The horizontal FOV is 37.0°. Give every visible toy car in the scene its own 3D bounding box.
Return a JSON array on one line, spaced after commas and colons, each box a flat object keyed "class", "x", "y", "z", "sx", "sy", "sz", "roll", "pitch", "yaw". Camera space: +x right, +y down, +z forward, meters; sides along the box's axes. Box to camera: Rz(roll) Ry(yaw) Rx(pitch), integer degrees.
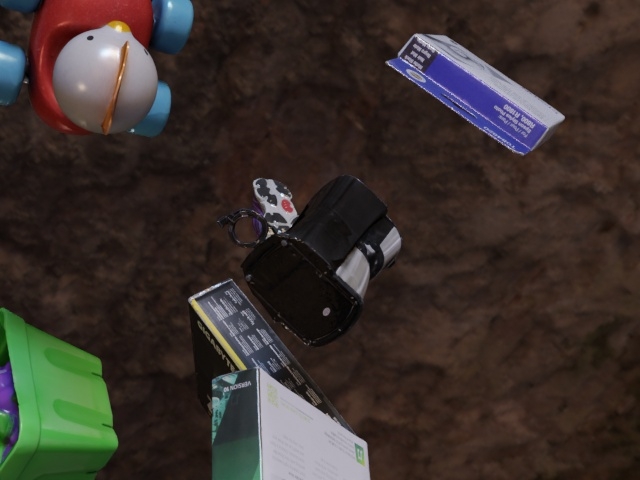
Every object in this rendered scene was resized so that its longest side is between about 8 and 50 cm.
[{"class": "toy car", "x": -0.240, "y": -0.204, "z": 1.062, "sx": 0.219, "sy": 0.238, "sz": 0.210, "roll": 11, "pitch": -77, "yaw": -30}]

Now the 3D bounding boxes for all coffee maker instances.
[{"class": "coffee maker", "x": 0.000, "y": 0.000, "z": 1.052, "sx": 0.120, "sy": 0.171, "sz": 0.178, "roll": -17, "pitch": 19, "yaw": 28}]

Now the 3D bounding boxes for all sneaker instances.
[{"class": "sneaker", "x": -0.061, "y": -0.014, "z": 1.355, "sx": 0.068, "sy": 0.170, "sz": 0.071, "roll": 4, "pitch": -49, "yaw": -19}]

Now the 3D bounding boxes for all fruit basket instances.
[{"class": "fruit basket", "x": -0.506, "y": 0.297, "z": 1.291, "sx": 0.392, "sy": 0.283, "sz": 0.392, "roll": -13, "pitch": -44, "yaw": -13}]

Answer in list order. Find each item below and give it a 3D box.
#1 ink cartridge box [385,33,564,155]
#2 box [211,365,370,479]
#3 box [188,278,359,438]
[{"class": "ink cartridge box", "x": 0.217, "y": -0.204, "z": 1.299, "sx": 0.045, "sy": 0.223, "sz": 0.224, "roll": -58, "pitch": -11, "yaw": 23}, {"class": "box", "x": -0.016, "y": 0.302, "z": 0.852, "sx": 0.058, "sy": 0.322, "sz": 0.232, "roll": -19, "pitch": -36, "yaw": 20}, {"class": "box", "x": -0.069, "y": 0.249, "z": 1.325, "sx": 0.079, "sy": 0.322, "sz": 0.257, "roll": -27, "pitch": -35, "yaw": -23}]
